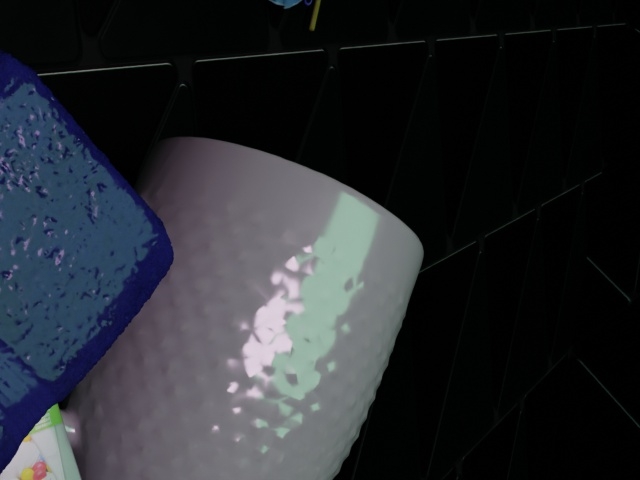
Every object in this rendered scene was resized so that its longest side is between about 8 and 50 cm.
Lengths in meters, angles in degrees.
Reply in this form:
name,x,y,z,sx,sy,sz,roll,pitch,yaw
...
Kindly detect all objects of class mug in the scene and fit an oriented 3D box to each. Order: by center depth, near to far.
name,x,y,z,sx,sy,sz,roll,pitch,yaw
mug,-0.126,0.094,1.016,0.374,0.276,0.328,28,74,-26

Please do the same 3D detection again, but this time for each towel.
name,x,y,z,sx,sy,sz,roll,pitch,yaw
towel,-0.263,0.042,0.805,0.308,0.076,0.228,-52,122,-25

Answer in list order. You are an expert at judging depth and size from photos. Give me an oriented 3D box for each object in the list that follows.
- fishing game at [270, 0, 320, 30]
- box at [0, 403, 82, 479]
name,x,y,z,sx,sy,sz,roll,pitch,yaw
fishing game,-0.045,-0.373,1.368,0.264,0.041,0.189,52,43,-49
box,-0.253,0.192,0.860,0.145,0.038,0.186,-18,94,-29
